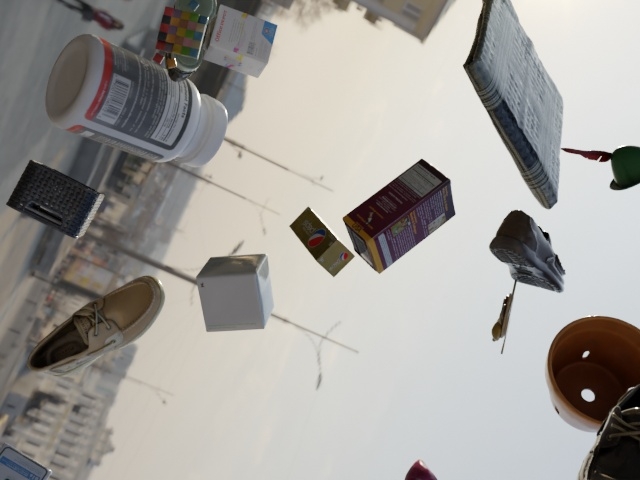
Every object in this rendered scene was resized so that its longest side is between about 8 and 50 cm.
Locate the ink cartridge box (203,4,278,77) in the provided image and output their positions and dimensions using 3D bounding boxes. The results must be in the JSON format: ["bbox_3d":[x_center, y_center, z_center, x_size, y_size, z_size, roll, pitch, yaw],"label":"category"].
[{"bbox_3d":[-0.176,-0.415,1.572,0.090,0.143,0.092,153,-48,-70],"label":"ink cartridge box"}]

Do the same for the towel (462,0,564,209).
[{"bbox_3d":[0.342,-0.262,1.328,0.056,0.312,0.324,-19,-148,34],"label":"towel"}]

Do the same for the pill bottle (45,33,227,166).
[{"bbox_3d":[-0.402,-0.296,1.694,0.210,0.363,0.210,-16,-114,40],"label":"pill bottle"}]

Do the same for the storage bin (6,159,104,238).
[{"bbox_3d":[-0.443,-0.070,1.280,0.084,0.122,0.180,-63,-167,-3],"label":"storage bin"}]

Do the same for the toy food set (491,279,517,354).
[{"bbox_3d":[0.471,0.195,1.958,0.192,0.038,0.132,83,25,-48],"label":"toy food set"}]

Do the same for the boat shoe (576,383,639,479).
[{"bbox_3d":[0.519,0.341,1.281,0.355,0.132,0.130,-28,120,-55],"label":"boat shoe"}]

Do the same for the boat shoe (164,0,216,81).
[{"bbox_3d":[-0.263,-0.419,1.497,0.069,0.081,0.227,-34,-138,54],"label":"boat shoe"}]

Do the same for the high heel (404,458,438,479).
[{"bbox_3d":[0.214,0.498,1.301,0.082,0.244,0.117,-31,-169,25],"label":"high heel"}]

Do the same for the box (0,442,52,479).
[{"bbox_3d":[-0.520,0.454,1.082,0.169,0.087,0.290,-50,-171,30],"label":"box"}]

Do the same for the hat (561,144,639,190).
[{"bbox_3d":[0.819,-0.252,2.064,0.208,0.183,0.173,-40,-170,-25],"label":"hat"}]

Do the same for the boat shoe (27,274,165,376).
[{"bbox_3d":[-0.497,0.197,1.686,0.341,0.121,0.110,-38,163,7],"label":"boat shoe"}]

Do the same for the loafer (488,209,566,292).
[{"bbox_3d":[0.531,0.030,1.856,0.366,0.134,0.130,36,73,-55],"label":"loafer"}]

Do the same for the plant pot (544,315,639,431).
[{"bbox_3d":[0.707,0.366,1.931,0.203,0.291,0.291,85,20,-58],"label":"plant pot"}]

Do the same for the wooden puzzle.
[{"bbox_3d":[-0.156,-0.233,0.851,0.006,0.049,0.083,128,-25,-86],"label":"wooden puzzle"}]

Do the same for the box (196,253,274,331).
[{"bbox_3d":[-0.135,0.084,1.224,0.087,0.101,0.102,-69,153,-69],"label":"box"}]

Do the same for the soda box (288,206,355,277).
[{"bbox_3d":[0.000,0.000,1.519,0.061,0.058,0.181,-45,-150,3],"label":"soda box"}]

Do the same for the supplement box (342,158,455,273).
[{"bbox_3d":[0.144,-0.044,1.354,0.188,0.081,0.104,-37,142,-11],"label":"supplement box"}]
